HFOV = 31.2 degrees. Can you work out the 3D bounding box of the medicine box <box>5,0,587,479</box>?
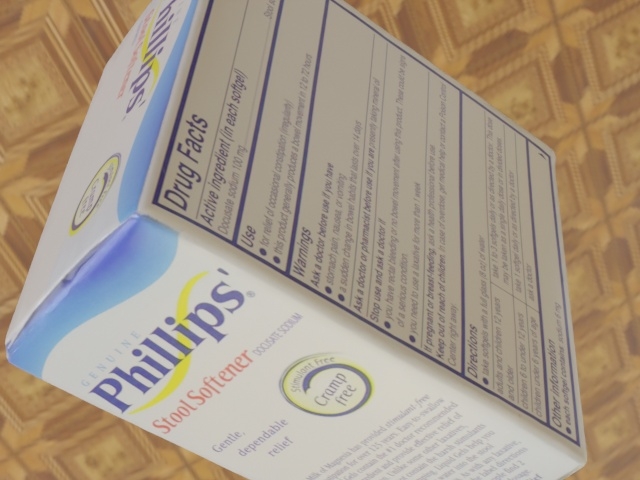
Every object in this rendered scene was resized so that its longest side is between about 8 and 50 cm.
[{"bbox_3d":[0.000,0.000,0.689,0.289,0.264,0.149,30,130,-21],"label":"medicine box"}]
